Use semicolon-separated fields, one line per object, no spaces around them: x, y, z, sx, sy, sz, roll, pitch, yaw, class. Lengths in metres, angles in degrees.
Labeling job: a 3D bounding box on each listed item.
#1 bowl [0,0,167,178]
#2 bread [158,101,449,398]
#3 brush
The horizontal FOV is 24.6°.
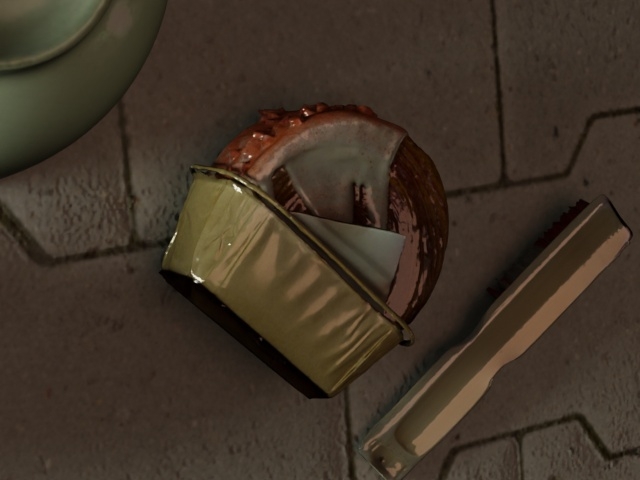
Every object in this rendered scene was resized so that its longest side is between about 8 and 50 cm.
-0.243;-0.199;0.972;0.354;0.185;0.354;-4;98;-30;bowl
0.000;0.000;1.164;0.224;0.142;0.212;43;79;-26;bread
0.153;0.084;1.323;0.321;0.050;0.060;-45;119;-9;brush
